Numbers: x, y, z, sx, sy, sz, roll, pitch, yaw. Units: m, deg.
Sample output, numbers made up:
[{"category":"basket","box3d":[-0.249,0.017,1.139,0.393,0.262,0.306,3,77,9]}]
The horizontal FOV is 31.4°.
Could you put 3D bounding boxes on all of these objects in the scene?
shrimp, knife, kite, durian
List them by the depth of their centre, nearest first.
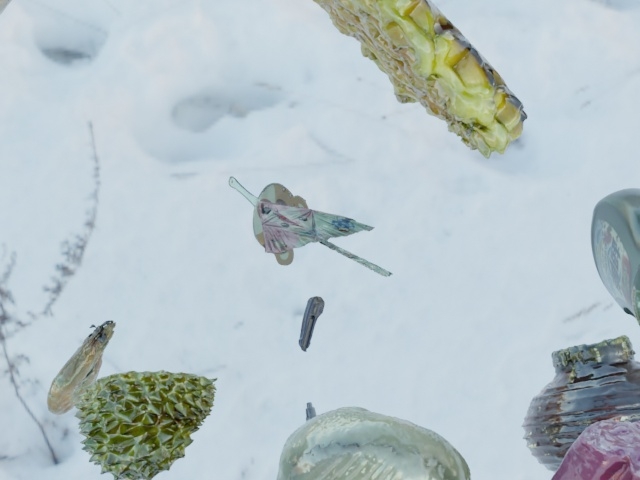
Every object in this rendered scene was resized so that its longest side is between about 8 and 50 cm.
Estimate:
[{"category":"kite","box3d":[0.000,0.001,0.993,0.137,0.152,0.005,-12,54,45]},{"category":"durian","box3d":[-0.207,0.216,1.299,0.187,0.119,0.108,-15,59,11]},{"category":"shrimp","box3d":[-0.395,0.211,1.900,0.042,0.101,0.190,35,99,23]},{"category":"knife","box3d":[-0.018,0.145,1.982,0.031,0.018,0.121,39,47,-28]}]

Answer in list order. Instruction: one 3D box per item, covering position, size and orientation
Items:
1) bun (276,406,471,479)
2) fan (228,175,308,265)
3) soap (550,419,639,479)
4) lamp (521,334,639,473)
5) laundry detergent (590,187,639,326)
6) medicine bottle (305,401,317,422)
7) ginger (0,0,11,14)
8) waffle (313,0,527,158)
[{"category":"bun","box3d":[0.067,0.295,1.347,0.239,0.239,0.141,11,32,6]},{"category":"fan","box3d":[-0.112,-0.061,2.267,0.008,0.152,0.227,-10,39,-46]},{"category":"soap","box3d":[0.297,0.386,1.191,0.128,0.359,0.233,12,25,-37]},{"category":"lamp","box3d":[0.406,0.253,1.622,0.247,0.247,0.247,2,50,-2]},{"category":"laundry detergent","box3d":[0.314,0.046,1.046,0.078,0.144,0.221,-14,25,2]},{"category":"medicine bottle","box3d":[-0.001,0.352,1.802,0.058,0.057,0.199,-8,68,-10]},{"category":"ginger","box3d":[-0.178,-0.251,0.676,0.304,0.244,0.155,-40,77,-16]},{"category":"waffle","box3d":[0.055,-0.162,0.902,0.058,0.238,0.243,-48,29,1]}]
